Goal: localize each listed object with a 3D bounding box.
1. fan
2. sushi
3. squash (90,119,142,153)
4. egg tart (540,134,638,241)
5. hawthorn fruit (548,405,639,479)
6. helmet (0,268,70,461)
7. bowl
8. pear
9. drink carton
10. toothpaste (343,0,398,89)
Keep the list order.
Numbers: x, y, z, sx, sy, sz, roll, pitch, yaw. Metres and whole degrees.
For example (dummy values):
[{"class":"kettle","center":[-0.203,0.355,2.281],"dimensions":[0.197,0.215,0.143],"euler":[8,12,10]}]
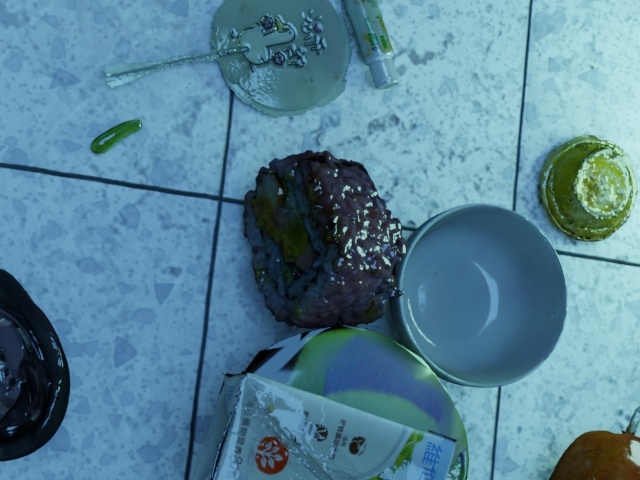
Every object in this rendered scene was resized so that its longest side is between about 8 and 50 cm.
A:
[{"class":"fan","center":[-0.139,-0.295,1.984],"dimensions":[0.415,0.012,0.233],"euler":[-12,87,-22]},{"class":"sushi","center":[0.000,0.000,1.894],"dimensions":[0.171,0.236,0.270],"euler":[1,55,-37]},{"class":"squash","center":[-0.307,-0.159,1.908],"dimensions":[0.089,0.027,0.027],"euler":[-36,96,-20]},{"class":"egg tart","center":[0.460,-0.089,2.132],"dimensions":[0.191,0.074,0.191],"euler":[1,86,-18]},{"class":"hawthorn fruit","center":[0.467,0.388,2.018],"dimensions":[0.211,0.211,0.299],"euler":[28,65,-14]},{"class":"helmet","center":[-0.445,0.181,1.761],"dimensions":[0.198,0.154,0.253],"euler":[-21,72,0]},{"class":"bowl","center":[0.231,0.090,1.996],"dimensions":[0.287,0.144,0.287],"euler":[2,83,-18]},{"class":"pear","center":[0.007,0.330,1.882],"dimensions":[0.399,0.165,0.399],"euler":[2,84,-16]},{"class":"drink carton","center":[-0.003,0.315,1.725],"dimensions":[0.324,0.132,0.194],"euler":[20,79,-15]},{"class":"toothpaste","center":[0.061,-0.397,2.045],"dimensions":[0.056,0.058,0.314],"euler":[-19,85,24]}]
